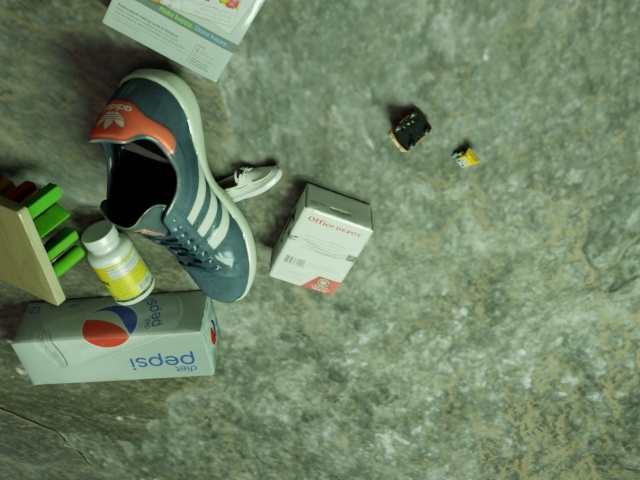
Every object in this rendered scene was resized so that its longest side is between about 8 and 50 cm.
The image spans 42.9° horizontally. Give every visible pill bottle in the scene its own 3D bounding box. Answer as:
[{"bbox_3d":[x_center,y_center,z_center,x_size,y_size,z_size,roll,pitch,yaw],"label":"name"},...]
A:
[{"bbox_3d":[-0.285,0.030,1.139,0.065,0.065,0.116,-13,128,13],"label":"pill bottle"}]

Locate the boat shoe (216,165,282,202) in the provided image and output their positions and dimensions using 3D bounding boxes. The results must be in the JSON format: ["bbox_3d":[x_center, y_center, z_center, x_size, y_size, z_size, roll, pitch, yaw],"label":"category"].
[{"bbox_3d":[-0.098,-0.079,1.061,0.100,0.035,0.035,-19,130,26],"label":"boat shoe"}]

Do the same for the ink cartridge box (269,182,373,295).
[{"bbox_3d":[0.000,0.000,1.107,0.099,0.056,0.135,19,129,-14],"label":"ink cartridge box"}]

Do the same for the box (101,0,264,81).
[{"bbox_3d":[-0.134,-0.282,0.886,0.145,0.038,0.186,26,125,-19],"label":"box"}]

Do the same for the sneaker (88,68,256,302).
[{"bbox_3d":[-0.190,-0.029,1.014,0.131,0.148,0.350,0,130,27],"label":"sneaker"}]

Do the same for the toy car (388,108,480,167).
[{"bbox_3d":[0.134,-0.111,1.012,0.122,0.060,0.040,36,155,-17],"label":"toy car"}]

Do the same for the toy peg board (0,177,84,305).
[{"bbox_3d":[-0.402,-0.017,1.091,0.160,0.079,0.161,19,136,28],"label":"toy peg board"}]

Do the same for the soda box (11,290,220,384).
[{"bbox_3d":[-0.301,0.146,1.221,0.286,0.091,0.098,-4,130,5],"label":"soda box"}]
